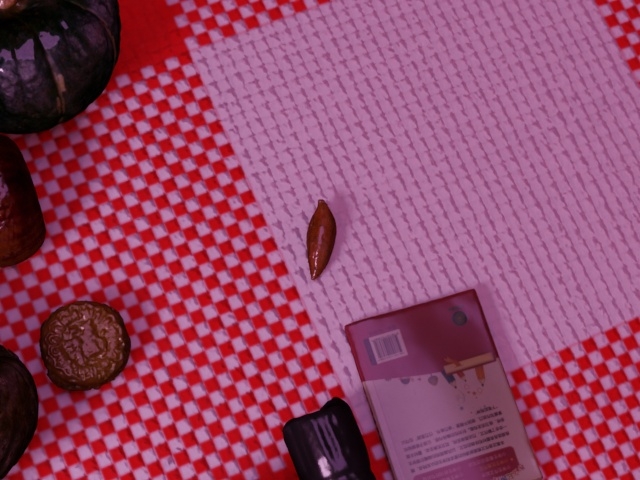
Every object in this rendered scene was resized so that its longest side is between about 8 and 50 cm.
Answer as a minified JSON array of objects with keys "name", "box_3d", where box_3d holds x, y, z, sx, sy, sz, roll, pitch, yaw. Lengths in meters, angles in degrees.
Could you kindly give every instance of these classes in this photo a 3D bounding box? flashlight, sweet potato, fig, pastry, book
[{"name":"flashlight","box_3d":[0.066,0.370,1.689,0.103,0.103,0.424,-18,74,-14]},{"name":"sweet potato","box_3d":[0.000,0.000,1.832,0.034,0.034,0.095,9,82,-5]},{"name":"fig","box_3d":[-0.405,-0.031,1.738,0.201,0.134,0.146,-16,65,-4]},{"name":"pastry","box_3d":[-0.257,0.113,1.743,0.097,0.057,0.109,38,72,4]},{"name":"book","box_3d":[0.137,0.181,1.796,0.162,0.022,0.232,-15,75,-11]}]

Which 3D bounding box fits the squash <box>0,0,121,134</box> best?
[{"name":"squash","box_3d":[-0.346,-0.236,1.778,0.252,0.165,0.252,4,57,-7]}]

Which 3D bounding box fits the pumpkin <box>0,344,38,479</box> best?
[{"name":"pumpkin","box_3d":[-0.390,0.156,1.628,0.223,0.223,0.157,33,100,3]}]
